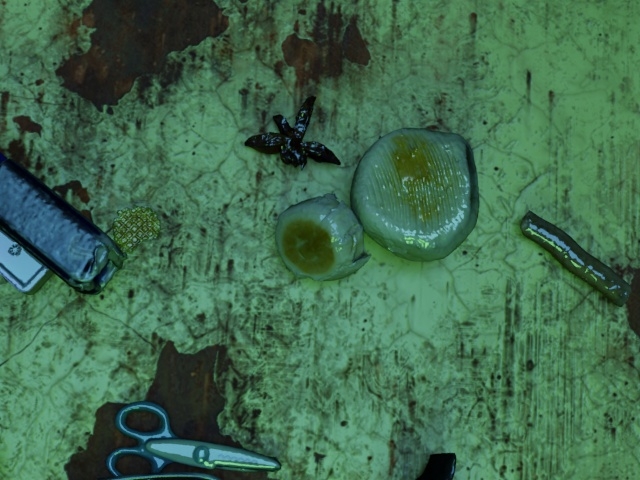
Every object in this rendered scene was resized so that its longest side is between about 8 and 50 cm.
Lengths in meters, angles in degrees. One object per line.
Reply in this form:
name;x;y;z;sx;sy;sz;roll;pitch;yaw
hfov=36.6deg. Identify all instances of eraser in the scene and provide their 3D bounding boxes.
eraser;-0.460;-0.045;1.518;0.332;0.155;0.102;38;79;1

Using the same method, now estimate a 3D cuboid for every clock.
clock;-0.514;-0.019;1.623;0.192;0.071;0.147;41;78;1

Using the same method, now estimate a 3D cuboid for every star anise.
star anise;-0.043;-0.183;1.676;0.158;0.144;0.141;-28;76;-10

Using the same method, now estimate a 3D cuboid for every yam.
yam;0.457;0.032;1.742;0.241;0.057;0.057;38;78;-1

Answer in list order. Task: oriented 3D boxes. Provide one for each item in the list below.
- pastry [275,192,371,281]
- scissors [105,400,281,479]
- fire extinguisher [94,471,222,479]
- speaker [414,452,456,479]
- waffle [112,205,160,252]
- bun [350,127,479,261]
pastry;0.000;0.000;1.646;0.166;0.166;0.088;49;40;3
scissors;-0.207;0.352;1.609;0.289;0.041;0.138;11;78;-4
fire extinguisher;-0.259;0.435;1.562;0.294;0.093;0.118;-2;77;-7
speaker;0.221;0.559;1.559;0.184;0.180;0.388;-28;84;-16
waffle;-0.319;-0.022;1.675;0.085;0.016;0.078;-16;83;-10
bun;0.174;-0.072;1.677;0.243;0.153;0.244;-3;71;10
